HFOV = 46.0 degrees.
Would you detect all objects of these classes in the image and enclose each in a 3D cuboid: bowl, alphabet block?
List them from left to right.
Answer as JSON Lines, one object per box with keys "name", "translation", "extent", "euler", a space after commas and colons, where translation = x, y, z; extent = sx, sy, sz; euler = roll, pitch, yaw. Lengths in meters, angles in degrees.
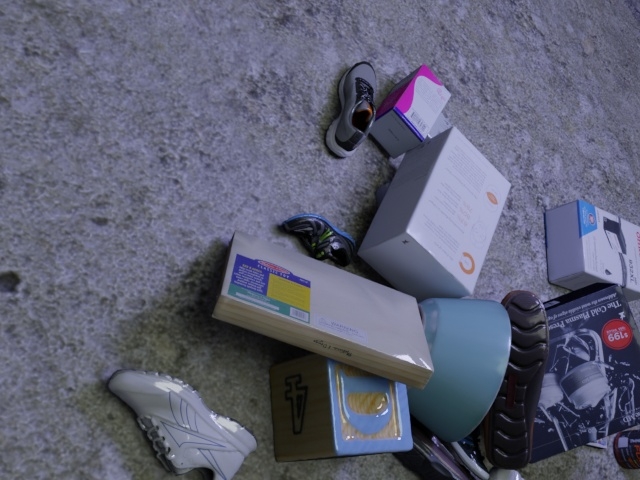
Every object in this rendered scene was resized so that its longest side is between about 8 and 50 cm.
{"name": "alphabet block", "translation": [0.036, 0.319, 1.450], "extent": [0.193, 0.197, 0.193], "euler": [9, 68, -34]}
{"name": "bowl", "translation": [0.241, 0.242, 1.568], "extent": [0.163, 0.311, 0.311], "euler": [23, 60, -10]}

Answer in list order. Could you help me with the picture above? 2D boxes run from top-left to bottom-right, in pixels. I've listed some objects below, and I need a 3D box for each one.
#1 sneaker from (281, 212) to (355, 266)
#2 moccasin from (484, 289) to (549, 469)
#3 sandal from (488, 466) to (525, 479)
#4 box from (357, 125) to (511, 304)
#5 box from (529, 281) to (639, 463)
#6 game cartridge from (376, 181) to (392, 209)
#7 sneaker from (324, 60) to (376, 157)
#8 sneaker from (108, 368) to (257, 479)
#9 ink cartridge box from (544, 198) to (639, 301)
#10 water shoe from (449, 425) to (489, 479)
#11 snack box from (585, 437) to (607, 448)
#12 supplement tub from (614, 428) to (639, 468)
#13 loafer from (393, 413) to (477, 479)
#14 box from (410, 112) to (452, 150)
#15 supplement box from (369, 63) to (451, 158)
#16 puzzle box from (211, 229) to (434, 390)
{"name": "sneaker", "translation": [0.000, 0.000, 1.625], "extent": [0.188, 0.067, 0.078], "euler": [29, 52, -30]}
{"name": "moccasin", "translation": [0.416, 0.293, 1.619], "extent": [0.139, 0.147, 0.379], "euler": [-2, 97, 5]}
{"name": "sandal", "translation": [0.456, 0.663, 1.710], "extent": [0.416, 0.102, 0.169], "euler": [61, 34, -20]}
{"name": "box", "translation": [0.265, -0.051, 1.714], "extent": [0.215, 0.168, 0.345], "euler": [42, 53, -18]}
{"name": "box", "translation": [0.576, 0.301, 1.764], "extent": [0.343, 0.179, 0.312], "euler": [-22, 87, 4]}
{"name": "game cartridge", "translation": [0.251, -0.016, 1.833], "extent": [0.198, 0.062, 0.297], "euler": [-23, 88, -36]}
{"name": "sneaker", "translation": [0.096, -0.321, 1.792], "extent": [0.100, 0.108, 0.271], "euler": [28, 57, -24]}
{"name": "sneaker", "translation": [-0.244, 0.325, 1.297], "extent": [0.297, 0.111, 0.129], "euler": [40, 60, -18]}
{"name": "ink cartridge box", "translation": [0.803, 0.039, 2.182], "extent": [0.308, 0.129, 0.223], "euler": [18, 63, -32]}
{"name": "water shoe", "translation": [0.317, 0.423, 1.644], "extent": [0.203, 0.080, 0.073], "euler": [55, 2, 35]}
{"name": "snack box", "translation": [0.696, 0.509, 1.997], "extent": [0.178, 0.022, 0.064], "euler": [19, 62, -31]}
{"name": "supplement tub", "translation": [0.899, 0.555, 2.020], "extent": [0.106, 0.198, 0.106], "euler": [14, 65, -32]}
{"name": "loafer", "translation": [0.271, 0.490, 1.630], "extent": [0.302, 0.109, 0.095], "euler": [46, 48, -11]}
{"name": "box", "translation": [0.292, -0.249, 1.927], "extent": [0.101, 0.087, 0.102], "euler": [46, 51, -15]}
{"name": "supplement box", "translation": [0.221, -0.323, 1.876], "extent": [0.111, 0.114, 0.220], "euler": [46, 49, -14]}
{"name": "puzzle box", "translation": [0.006, 0.124, 1.427], "extent": [0.409, 0.052, 0.272], "euler": [21, 23, -10]}
